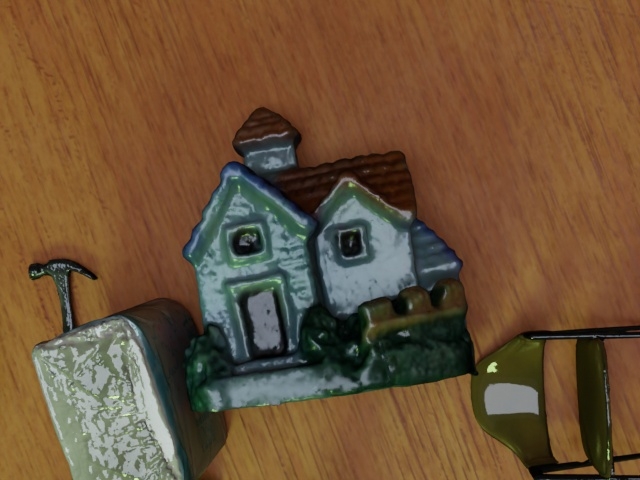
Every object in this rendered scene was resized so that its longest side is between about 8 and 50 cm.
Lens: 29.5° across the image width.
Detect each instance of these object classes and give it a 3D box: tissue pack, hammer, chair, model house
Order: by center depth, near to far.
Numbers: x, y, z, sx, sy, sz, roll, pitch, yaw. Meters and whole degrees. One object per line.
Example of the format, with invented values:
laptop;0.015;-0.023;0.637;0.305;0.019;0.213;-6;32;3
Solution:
tissue pack;-0.192;0.173;1.296;0.124;0.271;0.201;-15;90;4
model house;0.000;0.000;1.302;0.294;0.252;0.329;-8;84;5
chair;0.299;0.174;1.319;0.246;0.172;0.159;-3;92;-2
hammer;-0.290;0.120;1.428;0.078;0.021;0.201;-9;91;5
